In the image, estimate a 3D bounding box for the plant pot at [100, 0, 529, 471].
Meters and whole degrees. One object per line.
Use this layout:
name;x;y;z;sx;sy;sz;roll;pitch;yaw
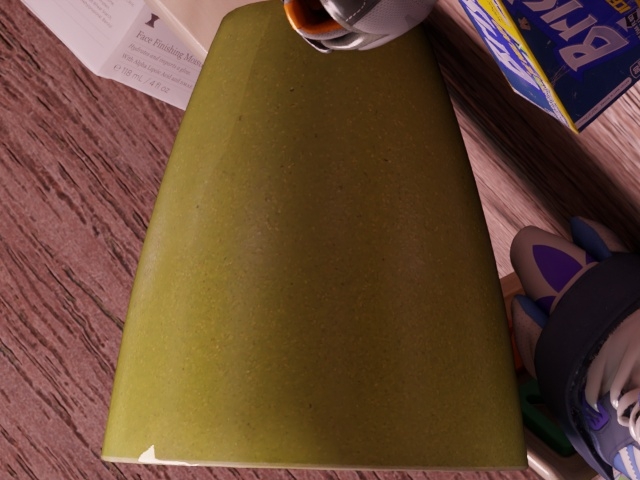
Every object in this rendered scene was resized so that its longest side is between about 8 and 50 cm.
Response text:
plant pot;0.000;0.000;1.022;0.275;0.275;0.293;85;-174;-83

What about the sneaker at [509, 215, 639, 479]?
sneaker;0.192;0.077;0.926;0.236;0.130;0.323;42;180;15

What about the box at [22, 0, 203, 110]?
box;-0.158;-0.217;1.438;0.181;0.119;0.182;20;-161;-51

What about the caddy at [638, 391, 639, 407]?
caddy;0.258;0.139;0.559;0.241;0.179;0.341;52;174;-34

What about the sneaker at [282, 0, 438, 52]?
sneaker;0.014;-0.150;0.819;0.100;0.108;0.271;46;177;-9

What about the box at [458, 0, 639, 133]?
box;0.083;-0.127;0.663;0.169;0.059;0.054;51;176;-37

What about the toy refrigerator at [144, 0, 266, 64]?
toy refrigerator;-0.094;-0.219;1.263;0.269;0.102;0.094;47;175;5

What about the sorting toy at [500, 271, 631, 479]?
sorting toy;0.172;0.087;1.164;0.348;0.196;0.047;39;129;29

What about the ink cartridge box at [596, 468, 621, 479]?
ink cartridge box;0.283;0.213;1.217;0.062;0.109;0.209;48;-176;-6
